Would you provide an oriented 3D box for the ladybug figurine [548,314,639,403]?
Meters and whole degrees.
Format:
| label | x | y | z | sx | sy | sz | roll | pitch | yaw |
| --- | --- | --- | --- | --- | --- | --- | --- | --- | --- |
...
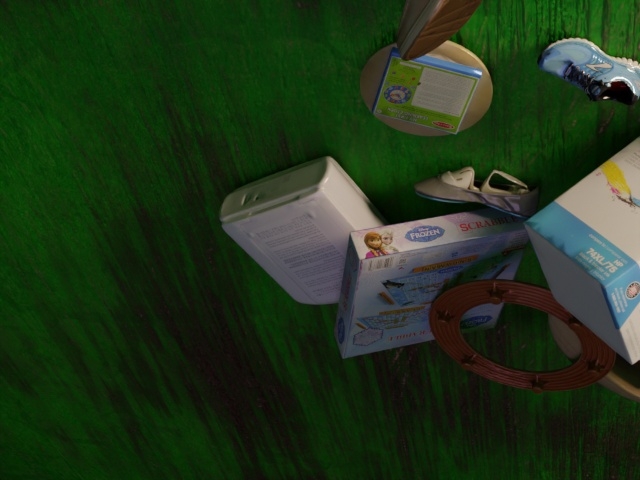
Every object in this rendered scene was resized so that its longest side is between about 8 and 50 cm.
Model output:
| label | x | y | z | sx | sy | sz | roll | pitch | yaw |
| --- | --- | --- | --- | --- | --- | --- | --- | --- | --- |
| ladybug figurine | 0.594 | 0.150 | 1.751 | 0.449 | 0.162 | 0.305 | 38 | 137 | -26 |

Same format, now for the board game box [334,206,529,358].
| label | x | y | z | sx | sy | sz | roll | pitch | yaw |
| --- | --- | --- | --- | --- | --- | --- | --- | --- | --- |
| board game box | 0.195 | 0.077 | 1.767 | 0.318 | 0.066 | 0.318 | -9 | 143 | -13 |

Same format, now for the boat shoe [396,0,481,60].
| label | x | y | z | sx | sy | sz | roll | pitch | yaw |
| --- | --- | --- | --- | --- | --- | --- | --- | --- | --- |
| boat shoe | 0.169 | -0.371 | 1.319 | 0.098 | 0.109 | 0.302 | 52 | 145 | 18 |

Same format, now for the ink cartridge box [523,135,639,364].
| label | x | y | z | sx | sy | sz | roll | pitch | yaw |
| --- | --- | --- | --- | --- | --- | --- | --- | --- | --- |
| ink cartridge box | 0.493 | 0.001 | 1.479 | 0.270 | 0.197 | 0.198 | -37 | 130 | -4 |

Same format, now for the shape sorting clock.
| label | x | y | z | sx | sy | sz | roll | pitch | yaw |
| --- | --- | --- | --- | --- | --- | --- | --- | --- | --- |
| shape sorting clock | 0.164 | -0.238 | 1.519 | 0.206 | 0.040 | 0.206 | 7 | 140 | 6 |

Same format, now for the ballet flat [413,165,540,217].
| label | x | y | z | sx | sy | sz | roll | pitch | yaw |
| --- | --- | --- | --- | --- | --- | --- | --- | --- | --- |
| ballet flat | 0.267 | -0.093 | 1.656 | 0.213 | 0.072 | 0.068 | 12 | 114 | 3 |

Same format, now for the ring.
| label | x | y | z | sx | sy | sz | roll | pitch | yaw |
| --- | --- | --- | --- | --- | --- | --- | --- | --- | --- |
| ring | 0.353 | 0.182 | 1.739 | 0.336 | 0.032 | 0.336 | 16 | 144 | 12 |

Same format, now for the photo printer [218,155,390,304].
| label | x | y | z | sx | sy | sz | roll | pitch | yaw |
| --- | --- | --- | --- | --- | --- | --- | --- | --- | --- |
| photo printer | 0.000 | 0.000 | 1.812 | 0.256 | 0.107 | 0.307 | -18 | 131 | 33 |

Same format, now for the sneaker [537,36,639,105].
| label | x | y | z | sx | sy | sz | roll | pitch | yaw |
| --- | --- | --- | --- | --- | --- | --- | --- | --- | --- |
| sneaker | 0.393 | -0.240 | 1.411 | 0.162 | 0.073 | 0.063 | 16 | 142 | 0 |
